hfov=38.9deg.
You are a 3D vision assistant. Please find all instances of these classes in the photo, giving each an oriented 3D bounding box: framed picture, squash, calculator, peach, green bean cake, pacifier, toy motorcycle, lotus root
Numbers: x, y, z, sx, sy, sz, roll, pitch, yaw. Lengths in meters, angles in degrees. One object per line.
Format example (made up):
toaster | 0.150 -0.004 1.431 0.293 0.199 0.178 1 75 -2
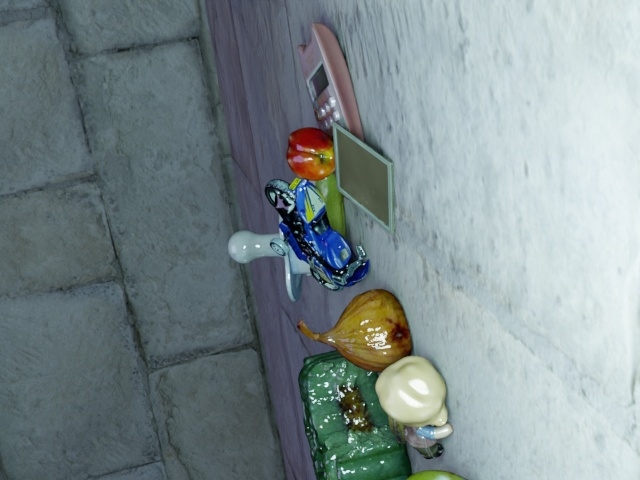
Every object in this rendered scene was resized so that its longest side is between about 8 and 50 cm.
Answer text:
framed picture | 0.074 -0.109 1.543 0.183 0.011 0.142 43 146 47
squash | 0.011 -0.029 1.865 0.094 0.094 0.341 -117 21 -52
calculator | 0.031 -0.224 1.667 0.220 0.048 0.330 166 89 -78
peach | -0.018 -0.156 1.646 0.101 0.100 0.101 168 90 -79
green bean cake | 0.060 0.389 1.865 0.300 0.169 0.308 -176 76 -79
pacifier | -0.111 0.003 2.175 0.238 0.226 0.287 -84 -9 -60
toy motorcycle | 0.000 0.000 1.732 0.169 0.113 0.315 16 146 42
lotus root | 0.150 0.331 1.647 0.054 0.049 0.099 -133 32 -54

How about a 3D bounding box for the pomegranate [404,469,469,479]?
pomegranate | 0.193 0.426 1.309 0.179 0.210 0.179 10 -90 -71

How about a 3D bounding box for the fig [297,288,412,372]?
fig | 0.057 0.169 1.567 0.134 0.201 0.146 103 148 -45

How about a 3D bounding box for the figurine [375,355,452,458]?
figurine | 0.162 0.275 1.457 0.114 0.108 0.196 -100 -13 -53
